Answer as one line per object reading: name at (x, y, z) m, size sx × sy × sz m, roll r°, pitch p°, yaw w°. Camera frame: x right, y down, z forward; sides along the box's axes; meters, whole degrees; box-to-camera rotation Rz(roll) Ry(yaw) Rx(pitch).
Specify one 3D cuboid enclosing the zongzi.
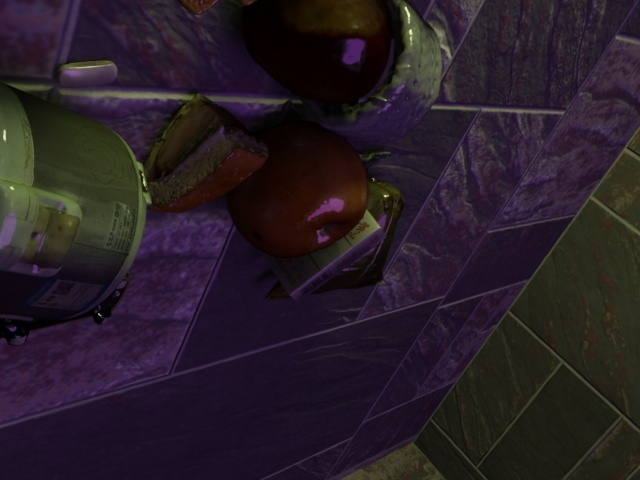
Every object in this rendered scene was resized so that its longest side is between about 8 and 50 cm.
zongzi at (0.028, 0.006, 1.590) m, size 0.300 × 0.145 × 0.274 m, roll -13°, pitch 134°, yaw -33°

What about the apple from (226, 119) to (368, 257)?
apple at (-0.037, -0.083, 1.295) m, size 0.253 × 0.253 × 0.254 m, roll -31°, pitch 148°, yaw -22°

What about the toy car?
toy car at (-0.422, 0.072, 1.123) m, size 0.256 × 0.124 × 0.101 m, roll -11°, pitch 138°, yaw -58°

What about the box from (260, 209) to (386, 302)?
box at (0.001, 0.000, 1.501) m, size 0.233 × 0.149 × 0.067 m, roll -37°, pitch 155°, yaw 2°

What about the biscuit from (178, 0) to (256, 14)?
biscuit at (-0.095, -0.391, 0.921) m, size 0.238 × 0.041 × 0.212 m, roll 3°, pitch 116°, yaw -14°

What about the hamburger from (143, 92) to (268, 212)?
hamburger at (-0.191, -0.109, 1.165) m, size 0.208 × 0.135 × 0.155 m, roll -46°, pitch 149°, yaw 8°

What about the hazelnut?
hazelnut at (0.000, -0.303, 1.065) m, size 0.229 × 0.229 × 0.230 m, roll -31°, pitch 148°, yaw -22°

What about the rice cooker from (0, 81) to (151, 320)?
rice cooker at (-0.380, -0.043, 0.860) m, size 0.288 × 0.288 × 0.277 m, roll -51°, pitch 152°, yaw 11°

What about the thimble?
thimble at (0.085, -0.287, 1.212) m, size 0.157 × 0.217 × 0.246 m, roll 16°, pitch 94°, yaw -61°

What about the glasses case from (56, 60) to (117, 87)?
glasses case at (-0.314, -0.224, 0.975) m, size 0.083 × 0.021 × 0.032 m, roll -19°, pitch 139°, yaw -38°

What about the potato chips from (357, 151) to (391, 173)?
potato chips at (0.064, -0.153, 1.537) m, size 0.207 × 0.028 × 0.092 m, roll -12°, pitch 138°, yaw -42°
